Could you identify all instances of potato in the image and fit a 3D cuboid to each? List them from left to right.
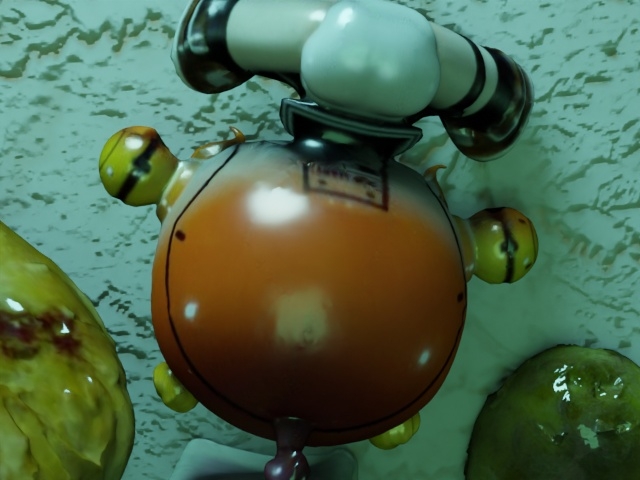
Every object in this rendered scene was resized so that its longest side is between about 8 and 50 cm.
[{"bbox_3d":[0.190,0.181,1.040,0.164,0.081,0.200,9,99,4],"label":"potato"}]

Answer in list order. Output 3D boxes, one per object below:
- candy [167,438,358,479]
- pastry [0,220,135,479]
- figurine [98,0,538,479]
[{"bbox_3d":[-0.055,0.339,1.027,0.145,0.208,0.359,5,103,2],"label":"candy"},{"bbox_3d":[-0.322,0.114,0.902,0.409,0.409,0.245,32,117,-5],"label":"pastry"},{"bbox_3d":[0.001,-0.002,0.957,0.320,0.196,0.323,11,92,-6],"label":"figurine"}]
